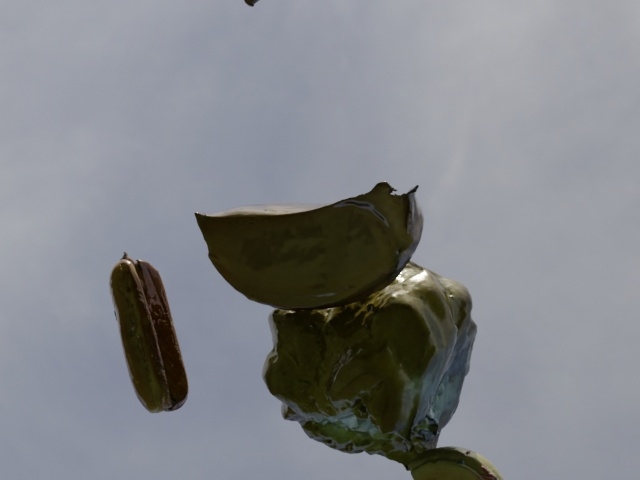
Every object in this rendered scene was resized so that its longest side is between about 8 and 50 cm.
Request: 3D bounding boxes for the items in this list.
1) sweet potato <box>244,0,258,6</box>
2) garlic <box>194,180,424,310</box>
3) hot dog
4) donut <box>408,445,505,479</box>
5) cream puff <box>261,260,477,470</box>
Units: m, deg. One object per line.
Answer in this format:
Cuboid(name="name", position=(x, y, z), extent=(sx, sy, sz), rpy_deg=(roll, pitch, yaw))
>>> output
Cuboid(name="sweet potato", position=(-0.066, -0.534, 1.659), extent=(0.092, 0.114, 0.341), rpy_deg=(41, -39, 25))
Cuboid(name="garlic", position=(0.017, 0.003, 1.301), extent=(0.338, 0.196, 0.151), rpy_deg=(-5, -110, 34))
Cuboid(name="hot dog", position=(-0.239, 0.123, 1.437), extent=(0.062, 0.092, 0.235), rpy_deg=(-26, -111, 29))
Cuboid(name="donut", position=(0.202, 0.337, 1.383), extent=(0.108, 0.065, 0.166), rpy_deg=(-33, -94, 32))
Cuboid(name="cream puff", position=(0.070, 0.146, 1.447), extent=(0.270, 0.323, 0.274), rpy_deg=(24, -111, 19))
